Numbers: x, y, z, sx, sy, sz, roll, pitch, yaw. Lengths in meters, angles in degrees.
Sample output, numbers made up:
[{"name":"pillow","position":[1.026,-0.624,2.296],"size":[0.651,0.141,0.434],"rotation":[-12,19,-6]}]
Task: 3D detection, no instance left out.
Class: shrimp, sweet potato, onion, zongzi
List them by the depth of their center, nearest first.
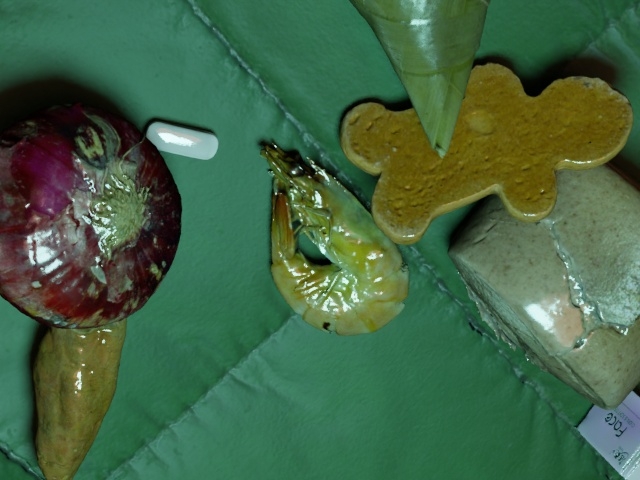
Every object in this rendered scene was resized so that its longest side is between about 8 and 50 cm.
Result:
[{"name":"onion","position":[-0.263,-0.026,1.766],"size":[0.246,0.190,0.246],"rotation":[-8,103,-41]},{"name":"zongzi","position":[0.052,-0.259,1.787],"size":[0.273,0.145,0.300],"rotation":[12,100,-14]},{"name":"sweet potato","position":[-0.282,0.166,1.880],"size":[0.097,0.097,0.252],"rotation":[10,104,-17]},{"name":"shrimp","position":[0.000,0.000,1.917],"size":[0.145,0.061,0.267],"rotation":[-29,116,7]}]

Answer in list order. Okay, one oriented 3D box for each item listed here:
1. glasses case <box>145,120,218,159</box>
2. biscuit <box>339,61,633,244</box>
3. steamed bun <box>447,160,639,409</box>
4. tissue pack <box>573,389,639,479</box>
[{"name":"glasses case","position":[-0.155,-0.112,1.855],"size":[0.083,0.021,0.032],"rotation":[10,108,-18]},{"name":"biscuit","position":[0.197,-0.102,1.874],"size":[0.324,0.205,0.049],"rotation":[-19,154,-3]},{"name":"steamed bun","position":[0.314,0.046,1.936],"size":[0.251,0.199,0.301],"rotation":[-44,112,2]},{"name":"tissue pack","position":[0.453,0.296,2.087],"size":[0.246,0.148,0.092],"rotation":[39,94,-23]}]
